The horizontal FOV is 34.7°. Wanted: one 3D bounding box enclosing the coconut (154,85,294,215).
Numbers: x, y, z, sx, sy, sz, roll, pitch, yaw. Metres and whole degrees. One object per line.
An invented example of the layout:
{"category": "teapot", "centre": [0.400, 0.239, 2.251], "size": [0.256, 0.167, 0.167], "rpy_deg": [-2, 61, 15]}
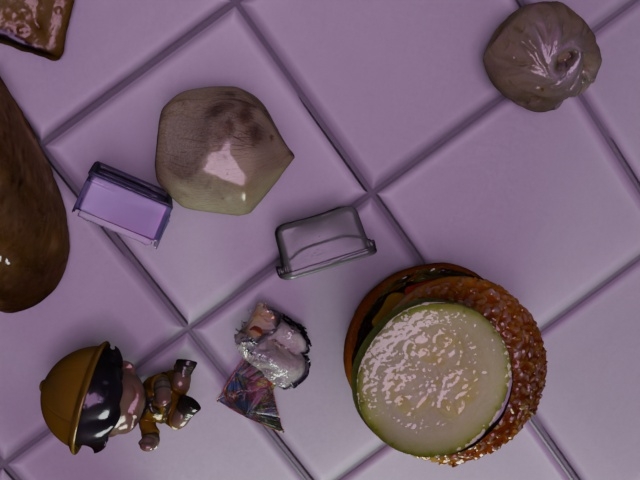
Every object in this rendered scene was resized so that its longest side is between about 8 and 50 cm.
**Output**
{"category": "coconut", "centre": [-0.152, -0.144, 1.641], "size": [0.224, 0.224, 0.224], "rpy_deg": [-2, 102, -8]}

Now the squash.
{"category": "squash", "centre": [0.176, 0.213, 1.587], "size": [0.252, 0.049, 0.252], "rpy_deg": [-1, 98, -10]}

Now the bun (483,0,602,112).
{"category": "bun", "centre": [0.383, -0.303, 1.724], "size": [0.178, 0.128, 0.193], "rpy_deg": [-46, 106, 1]}

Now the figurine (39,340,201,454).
{"category": "figurine", "centre": [-0.341, 0.267, 1.719], "size": [0.257, 0.167, 0.192], "rpy_deg": [10, 87, -33]}

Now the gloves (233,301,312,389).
{"category": "gloves", "centre": [-0.076, 0.185, 1.781], "size": [0.153, 0.070, 0.114], "rpy_deg": [44, 58, -18]}

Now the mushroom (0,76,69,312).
{"category": "mushroom", "centre": [-0.526, -0.046, 1.566], "size": [0.224, 0.313, 0.397], "rpy_deg": [-25, 110, 1]}

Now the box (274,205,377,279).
{"category": "box", "centre": [0.000, 0.000, 1.737], "size": [0.172, 0.124, 0.092], "rpy_deg": [-17, 94, -6]}

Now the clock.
{"category": "clock", "centre": [-0.311, -0.059, 1.635], "size": [0.145, 0.193, 0.073], "rpy_deg": [23, 96, -13]}

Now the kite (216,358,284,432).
{"category": "kite", "centre": [-0.108, 0.263, 1.827], "size": [0.159, 0.010, 0.190], "rpy_deg": [-13, 104, -7]}

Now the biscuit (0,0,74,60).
{"category": "biscuit", "centre": [-0.472, -0.391, 1.623], "size": [0.174, 0.039, 0.183], "rpy_deg": [19, 98, -10]}

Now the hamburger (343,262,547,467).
{"category": "hamburger", "centre": [0.210, 0.205, 1.739], "size": [0.330, 0.250, 0.329], "rpy_deg": [-2, 103, -8]}
